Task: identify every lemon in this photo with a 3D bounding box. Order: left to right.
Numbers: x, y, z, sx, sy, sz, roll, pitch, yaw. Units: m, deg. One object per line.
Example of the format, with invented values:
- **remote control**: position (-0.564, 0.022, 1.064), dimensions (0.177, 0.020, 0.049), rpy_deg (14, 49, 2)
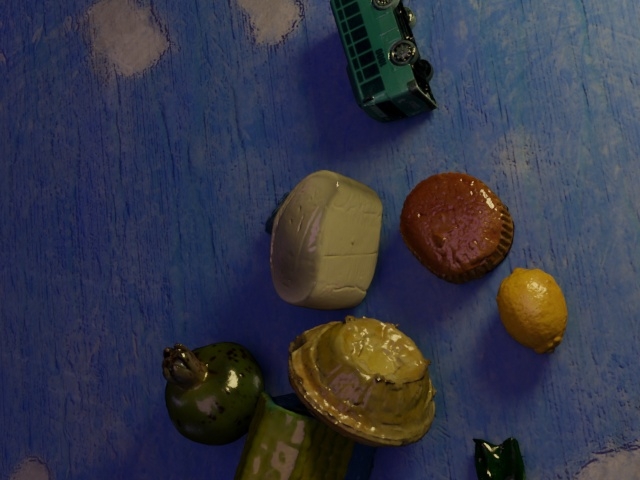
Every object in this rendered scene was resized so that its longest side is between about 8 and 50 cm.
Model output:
- **lemon**: position (0.358, 0.118, 1.587), dimensions (0.114, 0.114, 0.155), rpy_deg (-20, 81, 19)

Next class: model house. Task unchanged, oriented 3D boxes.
- **model house**: position (-0.045, 0.399, 1.622), dimensions (0.215, 0.303, 0.237), rpy_deg (17, 88, 18)

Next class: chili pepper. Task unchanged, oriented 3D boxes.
- **chili pepper**: position (0.317, 0.433, 1.580), dimensions (0.098, 0.061, 0.224), rpy_deg (-29, 73, 24)

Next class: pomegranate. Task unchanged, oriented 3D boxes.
- **pomegranate**: position (-0.209, 0.270, 1.741), dimensions (0.202, 0.248, 0.202), rpy_deg (-17, 46, 19)

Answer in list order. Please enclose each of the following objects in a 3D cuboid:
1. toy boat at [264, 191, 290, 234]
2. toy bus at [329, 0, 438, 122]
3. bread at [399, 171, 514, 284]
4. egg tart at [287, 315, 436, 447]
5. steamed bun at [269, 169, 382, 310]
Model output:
- **toy boat**: position (-0.057, -0.061, 1.830), dimensions (0.137, 0.060, 0.061), rpy_deg (-50, 41, 10)
- **toy bus**: position (0.117, -0.351, 1.762), dimensions (0.147, 0.128, 0.256), rpy_deg (-22, 71, 21)
- **bread**: position (0.238, -0.025, 1.667), dimensions (0.199, 0.104, 0.199), rpy_deg (-4, 78, 21)
- **egg tart**: position (0.079, 0.221, 1.593), dimensions (0.290, 0.290, 0.115), rpy_deg (39, 122, 24)
- **steamed bun**: position (0.000, 0.000, 1.714), dimensions (0.155, 0.200, 0.250), rpy_deg (10, 91, 38)
